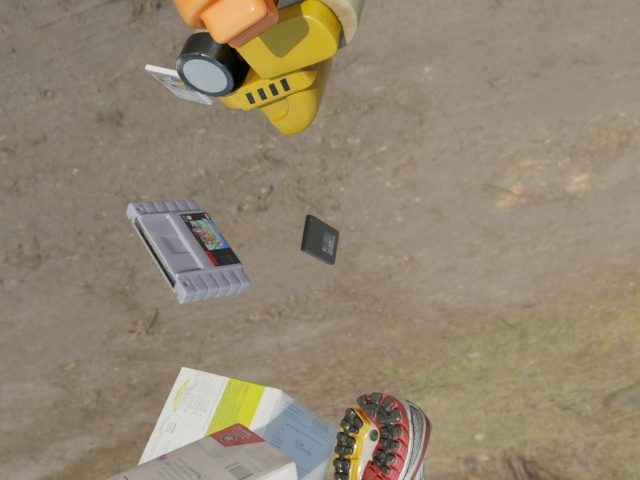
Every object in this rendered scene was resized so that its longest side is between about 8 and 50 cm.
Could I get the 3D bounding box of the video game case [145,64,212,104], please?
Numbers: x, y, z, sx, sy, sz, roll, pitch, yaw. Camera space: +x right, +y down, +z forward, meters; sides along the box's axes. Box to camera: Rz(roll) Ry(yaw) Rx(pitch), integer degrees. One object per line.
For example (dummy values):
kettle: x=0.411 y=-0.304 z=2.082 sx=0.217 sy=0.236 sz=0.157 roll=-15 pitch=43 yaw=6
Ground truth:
video game case: x=-0.278 y=-0.307 z=1.350 sx=0.087 sy=0.011 sz=0.122 roll=18 pitch=172 yaw=25

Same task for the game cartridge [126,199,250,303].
game cartridge: x=-0.370 y=0.017 z=1.925 sx=0.230 sy=0.355 sz=0.068 roll=-11 pitch=141 yaw=-41

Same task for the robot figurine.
robot figurine: x=-0.130 y=-0.335 z=0.781 sx=0.158 sy=0.220 sz=0.128 roll=-27 pitch=180 yaw=-34

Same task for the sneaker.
sneaker: x=0.054 y=0.258 z=0.643 sx=0.088 sy=0.225 sz=0.092 roll=20 pitch=-179 yaw=43

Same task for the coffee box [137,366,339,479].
coffee box: x=-0.211 y=0.559 z=1.739 sx=0.334 sy=0.338 sz=0.338 roll=4 pitch=151 yaw=34

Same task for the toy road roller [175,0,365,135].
toy road roller: x=-0.039 y=-0.306 z=1.071 sx=0.329 sy=0.203 sz=0.240 roll=-10 pitch=142 yaw=37

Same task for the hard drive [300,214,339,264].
hard drive: x=0.000 y=0.000 z=1.730 sx=0.022 sy=0.094 sz=0.135 roll=0 pitch=162 yaw=33

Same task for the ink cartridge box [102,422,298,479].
ink cartridge box: x=-0.130 y=0.255 z=0.645 sx=0.198 sy=0.067 sz=0.115 roll=-15 pitch=-164 yaw=-33
